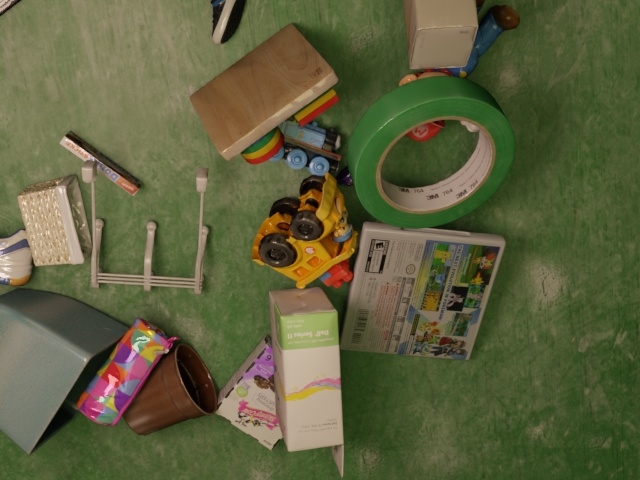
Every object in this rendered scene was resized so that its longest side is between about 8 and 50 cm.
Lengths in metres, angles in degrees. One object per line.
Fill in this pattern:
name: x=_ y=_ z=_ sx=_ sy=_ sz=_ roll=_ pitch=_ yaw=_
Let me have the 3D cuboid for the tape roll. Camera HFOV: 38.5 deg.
tape roll: x=0.214 y=-0.165 z=1.784 sx=0.321 sy=0.077 sz=0.321 roll=-8 pitch=134 yaw=-8

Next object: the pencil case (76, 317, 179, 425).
pencil case: x=-0.398 y=0.269 z=1.884 sx=0.104 sy=0.104 sz=0.236 roll=37 pitch=85 yaw=-14

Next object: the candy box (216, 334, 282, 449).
candy box: x=-0.114 y=0.337 z=2.028 sx=0.165 sy=0.070 sz=0.196 roll=37 pitch=99 yaw=-14

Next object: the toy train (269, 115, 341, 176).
toy train: x=-0.041 y=-0.198 z=1.877 sx=0.184 sy=0.080 sz=0.105 roll=18 pitch=98 yaw=-10

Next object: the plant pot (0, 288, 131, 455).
plant pot: x=-0.587 y=0.235 z=1.874 sx=0.252 sy=0.247 sz=0.248 roll=34 pitch=101 yaw=1

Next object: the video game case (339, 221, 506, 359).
video game case: x=0.211 y=0.115 z=1.963 sx=0.300 sy=0.036 sz=0.329 roll=6 pitch=124 yaw=-7

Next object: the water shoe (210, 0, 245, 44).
water shoe: x=-0.190 y=-0.487 z=1.792 sx=0.080 sy=0.073 sz=0.203 roll=20 pitch=100 yaw=12

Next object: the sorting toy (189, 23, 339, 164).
sorting toy: x=-0.100 y=-0.269 z=1.768 sx=0.255 sy=0.257 sz=0.089 roll=-35 pitch=129 yaw=3

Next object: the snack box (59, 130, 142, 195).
snack box: x=-0.443 y=-0.156 z=1.857 sx=0.178 sy=0.064 sz=0.022 roll=36 pitch=99 yaw=-14

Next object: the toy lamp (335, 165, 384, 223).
toy lamp: x=0.141 y=-0.044 z=1.937 sx=0.080 sy=0.080 sz=0.274 roll=-39 pitch=107 yaw=6

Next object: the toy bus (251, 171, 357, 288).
toy bus: x=0.000 y=0.000 z=1.876 sx=0.211 sy=0.149 sz=0.220 roll=39 pitch=127 yaw=-19

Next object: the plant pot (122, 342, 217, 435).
plant pot: x=-0.335 y=0.329 z=1.967 sx=0.165 sy=0.167 sz=0.167 roll=-26 pitch=107 yaw=10

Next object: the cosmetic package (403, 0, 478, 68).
cosmetic package: x=0.213 y=-0.492 z=1.698 sx=0.113 sy=0.160 sz=0.309 roll=-2 pitch=73 yaw=-1

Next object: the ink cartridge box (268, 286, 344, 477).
ink cartridge box: x=-0.030 y=0.291 z=1.880 sx=0.119 sy=0.207 sz=0.353 roll=-5 pitch=102 yaw=-9

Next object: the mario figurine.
mario figurine: x=0.265 y=-0.338 z=1.809 sx=0.198 sy=0.170 sz=0.320 roll=33 pitch=95 yaw=27

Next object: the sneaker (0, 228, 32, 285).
sneaker: x=-0.734 y=0.008 z=1.873 sx=0.296 sy=0.112 sz=0.131 roll=10 pitch=88 yaw=-10

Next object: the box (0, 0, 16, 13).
box: x=-0.699 y=-0.500 z=1.735 sx=0.270 sy=0.060 sz=0.216 roll=-34 pitch=106 yaw=5

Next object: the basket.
basket: x=-0.537 y=-0.037 z=1.859 sx=0.103 sy=0.113 sz=0.167 roll=-10 pitch=107 yaw=0

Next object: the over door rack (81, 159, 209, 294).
over door rack: x=-0.346 y=-0.034 z=1.855 sx=0.240 sy=0.108 sz=0.324 roll=3 pitch=131 yaw=-6
